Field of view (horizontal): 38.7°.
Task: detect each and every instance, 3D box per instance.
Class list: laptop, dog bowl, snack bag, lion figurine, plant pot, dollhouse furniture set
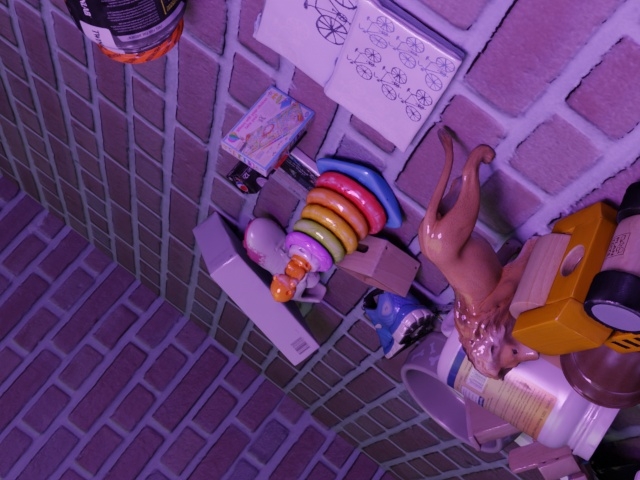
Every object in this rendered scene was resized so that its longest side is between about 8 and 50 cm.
[{"bbox_3d":[0.712,0.525,2.082,0.234,0.136,0.264,50,-178,-28],"label":"laptop"},{"bbox_3d":[0.342,0.377,2.219,0.349,0.102,0.349,37,159,17],"label":"dog bowl"},{"bbox_3d":[0.040,-0.304,1.425,0.342,0.037,0.323,38,160,2],"label":"snack bag"},{"bbox_3d":[0.247,0.032,1.495,0.392,0.240,0.142,48,157,-23],"label":"lion figurine"},{"bbox_3d":[0.496,0.167,1.499,0.167,0.167,0.165,31,151,18],"label":"plant pot"},{"bbox_3d":[0.457,0.461,1.899,0.198,0.286,0.303,-23,121,19],"label":"dollhouse furniture set"}]

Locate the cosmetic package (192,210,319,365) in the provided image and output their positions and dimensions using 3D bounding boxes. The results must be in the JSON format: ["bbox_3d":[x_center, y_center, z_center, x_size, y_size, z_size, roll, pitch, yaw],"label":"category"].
[{"bbox_3d":[-0.176,0.127,2.455,0.377,0.097,0.284,51,-176,-29],"label":"cosmetic package"}]

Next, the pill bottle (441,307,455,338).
[{"bbox_3d":[0.342,0.216,1.930,0.169,0.094,0.094,45,159,-17],"label":"pill bottle"}]

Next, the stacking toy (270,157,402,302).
[{"bbox_3d":[0.000,0.000,1.749,0.166,0.302,0.175,16,151,45],"label":"stacking toy"}]

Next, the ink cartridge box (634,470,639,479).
[{"bbox_3d":[0.810,0.666,1.917,0.285,0.166,0.395,6,145,30],"label":"ink cartridge box"}]

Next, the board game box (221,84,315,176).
[{"bbox_3d":[-0.096,-0.204,1.690,0.103,0.154,0.026,34,160,12],"label":"board game box"}]

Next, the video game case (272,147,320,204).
[{"bbox_3d":[-0.068,-0.157,1.933,0.190,0.022,0.173,39,160,-1],"label":"video game case"}]

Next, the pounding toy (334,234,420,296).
[{"bbox_3d":[0.075,0.021,1.911,0.181,0.094,0.206,18,169,46],"label":"pounding toy"}]

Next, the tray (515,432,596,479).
[{"bbox_3d":[0.570,0.526,2.262,0.270,0.030,0.145,40,161,14],"label":"tray"}]

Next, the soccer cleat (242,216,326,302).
[{"bbox_3d":[-0.077,0.051,2.280,0.143,0.116,0.331,16,157,29],"label":"soccer cleat"}]

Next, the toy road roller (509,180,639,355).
[{"bbox_3d":[0.457,0.081,1.323,0.241,0.202,0.329,31,159,-11],"label":"toy road roller"}]

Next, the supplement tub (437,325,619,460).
[{"bbox_3d":[0.402,0.239,1.687,0.316,0.228,0.228,31,158,20],"label":"supplement tub"}]

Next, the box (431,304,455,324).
[{"bbox_3d":[0.319,0.195,2.020,0.137,0.027,0.094,45,158,-16],"label":"box"}]

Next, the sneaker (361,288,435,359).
[{"bbox_3d":[0.177,0.173,2.114,0.147,0.130,0.330,55,168,16],"label":"sneaker"}]

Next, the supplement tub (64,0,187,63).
[{"bbox_3d":[-0.333,-0.457,1.482,0.207,0.207,0.338,31,158,19],"label":"supplement tub"}]

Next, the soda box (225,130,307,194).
[{"bbox_3d":[-0.103,-0.166,1.761,0.053,0.169,0.060,47,158,-24],"label":"soda box"}]
